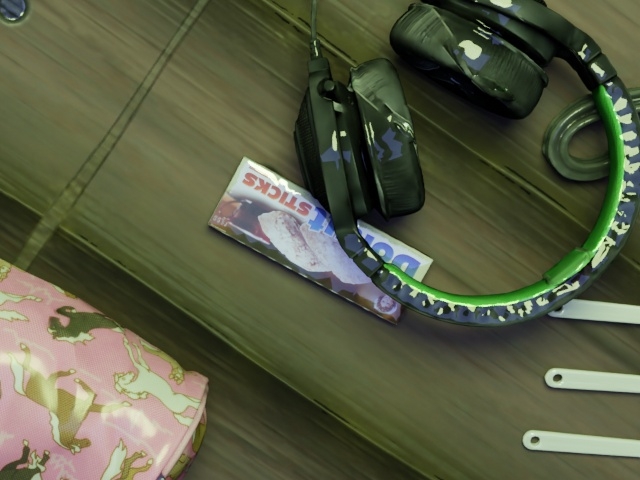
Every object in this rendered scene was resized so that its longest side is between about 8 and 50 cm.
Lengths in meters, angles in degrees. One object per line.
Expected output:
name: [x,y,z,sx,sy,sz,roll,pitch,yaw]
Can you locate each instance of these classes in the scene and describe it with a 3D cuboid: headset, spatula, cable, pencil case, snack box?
headset: [0.072,-0.114,0.871,0.243,0.185,0.394,-40,88,3]
spatula: [0.300,0.120,0.993,0.242,0.019,0.168,6,103,0]
cable: [0.316,-0.140,0.953,0.287,0.072,0.139,-41,113,17]
pencil case: [-0.279,0.100,0.912,0.386,0.167,0.160,29,119,-4]
snack box: [0.000,0.000,0.969,0.178,0.022,0.064,28,95,-4]
